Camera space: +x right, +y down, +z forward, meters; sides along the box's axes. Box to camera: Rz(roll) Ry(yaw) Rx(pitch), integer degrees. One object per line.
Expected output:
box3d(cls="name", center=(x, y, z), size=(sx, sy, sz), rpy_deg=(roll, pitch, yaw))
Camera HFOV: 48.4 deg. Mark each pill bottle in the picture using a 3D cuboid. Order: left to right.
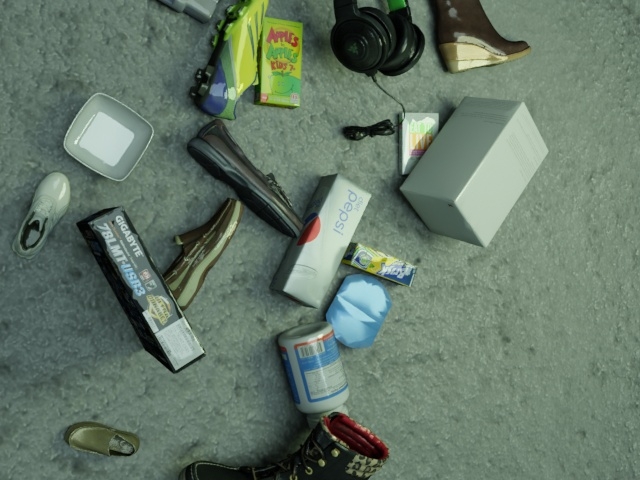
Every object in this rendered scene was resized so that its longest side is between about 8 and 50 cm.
box3d(cls="pill bottle", center=(-0.008, 0.298, 1.541), size=(0.124, 0.124, 0.222), rpy_deg=(-17, 98, -23))

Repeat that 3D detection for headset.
box3d(cls="headset", center=(0.105, -0.424, 1.562), size=(0.243, 0.185, 0.395), rpy_deg=(-13, 96, -52))

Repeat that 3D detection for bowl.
box3d(cls="bowl", center=(-0.417, -0.199, 1.390), size=(0.142, 0.053, 0.142), rpy_deg=(34, 77, -22))

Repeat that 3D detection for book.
box3d(cls="book", center=(0.231, -0.229, 1.692), size=(0.096, 0.035, 0.144), rpy_deg=(-3, 95, -23))

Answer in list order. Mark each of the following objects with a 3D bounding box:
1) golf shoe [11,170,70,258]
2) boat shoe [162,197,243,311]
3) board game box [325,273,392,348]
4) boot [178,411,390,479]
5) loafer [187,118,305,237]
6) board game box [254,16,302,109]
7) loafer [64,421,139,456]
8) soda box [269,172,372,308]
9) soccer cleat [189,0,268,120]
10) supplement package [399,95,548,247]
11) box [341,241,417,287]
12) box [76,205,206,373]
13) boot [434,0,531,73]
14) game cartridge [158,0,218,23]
box3d(cls="golf shoe", center=(-0.515, -0.048, 1.331), size=(0.069, 0.086, 0.176), rpy_deg=(23, 80, -21))
box3d(cls="boat shoe", center=(-0.253, 0.014, 1.445), size=(0.095, 0.095, 0.258), rpy_deg=(33, 78, -17))
box3d(cls="board game box", center=(0.082, 0.161, 1.630), size=(0.133, 0.033, 0.169), rpy_deg=(34, 73, -16))
box3d(cls="boot", center=(-0.065, 0.467, 1.447), size=(0.377, 0.138, 0.284), rpy_deg=(31, 109, -25))
box3d(cls="loafer", center=(-0.137, -0.131, 1.490), size=(0.302, 0.109, 0.095), rpy_deg=(41, 71, -16))
box3d(cls="board game box", center=(-0.091, -0.381, 1.537), size=(0.092, 0.043, 0.182), rpy_deg=(2, 90, -24))
box3d(cls="loafer", center=(-0.424, 0.392, 1.396), size=(0.148, 0.050, 0.056), rpy_deg=(14, 85, -24))
box3d(cls="soda box", center=(0.000, 0.000, 1.557), size=(0.098, 0.091, 0.286), rpy_deg=(30, 79, -21))
box3d(cls="soccer cleat", center=(-0.169, -0.387, 1.483), size=(0.121, 0.093, 0.289), rpy_deg=(28, 81, -32))
box3d(cls="supplement package", center=(0.356, -0.163, 1.646), size=(0.293, 0.175, 0.177), rpy_deg=(-54, 130, -15))
box3d(cls="box", center=(0.136, 0.056, 1.635), size=(0.168, 0.059, 0.054), rpy_deg=(21, 85, -23))
box3d(cls="box", center=(-0.337, 0.081, 1.298), size=(0.073, 0.295, 0.293), rpy_deg=(-29, 101, -21))
box3d(cls="boot", center=(0.394, -0.526, 1.725), size=(0.248, 0.090, 0.207), rpy_deg=(-15, 99, -20))
box3d(cls="game cartridge", center=(-0.340, -0.616, 1.417), size=(0.355, 0.068, 0.230), rpy_deg=(26, 84, -22))
